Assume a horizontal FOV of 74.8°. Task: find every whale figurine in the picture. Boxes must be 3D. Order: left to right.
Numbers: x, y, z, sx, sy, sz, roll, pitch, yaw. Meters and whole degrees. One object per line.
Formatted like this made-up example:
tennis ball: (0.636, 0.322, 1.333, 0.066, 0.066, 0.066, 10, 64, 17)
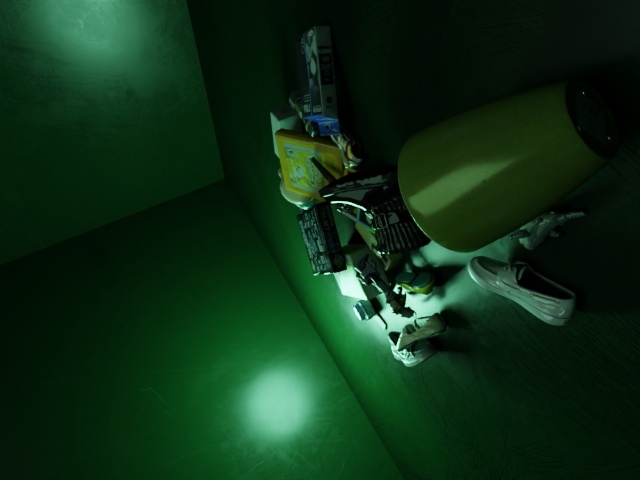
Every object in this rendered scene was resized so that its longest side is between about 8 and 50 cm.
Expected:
whale figurine: (-0.086, -0.303, 1.913, 0.217, 0.141, 0.271, 13, 115, 19)

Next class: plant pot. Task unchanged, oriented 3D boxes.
plant pot: (0.338, -0.146, 0.748, 0.294, 0.275, 0.274, -31, 85, 57)

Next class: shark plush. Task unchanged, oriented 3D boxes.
shark plush: (0.470, -0.032, 0.856, 0.067, 0.073, 0.161, 45, 140, 0)

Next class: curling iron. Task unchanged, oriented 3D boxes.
curling iron: (0.036, -0.211, 1.553, 0.273, 0.068, 0.035, 58, -177, 21)

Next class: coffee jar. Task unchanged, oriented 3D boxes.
coffee jar: (-0.037, -0.481, 1.568, 0.184, 0.096, 0.079, 59, 164, 14)

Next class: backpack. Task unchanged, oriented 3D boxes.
backpack: (0.206, 0.331, 1.986, 0.104, 0.084, 0.114, 62, 163, 10)

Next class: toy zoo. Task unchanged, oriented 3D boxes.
toy zoo: (0.150, -0.149, 1.484, 0.293, 0.030, 0.192, 38, 134, 47)

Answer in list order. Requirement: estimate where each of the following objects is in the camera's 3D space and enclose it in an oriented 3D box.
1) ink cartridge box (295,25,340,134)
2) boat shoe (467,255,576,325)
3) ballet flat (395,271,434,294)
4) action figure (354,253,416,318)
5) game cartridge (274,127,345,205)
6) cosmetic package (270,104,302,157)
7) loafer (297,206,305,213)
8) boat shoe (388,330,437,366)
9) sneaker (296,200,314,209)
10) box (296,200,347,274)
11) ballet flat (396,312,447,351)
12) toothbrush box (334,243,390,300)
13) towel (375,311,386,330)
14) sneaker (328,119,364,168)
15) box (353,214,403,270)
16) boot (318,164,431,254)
ink cartridge box: (-0.010, -0.516, 1.394, 0.165, 0.065, 0.332, 24, 125, 63)
boat shoe: (0.458, 0.088, 0.961, 0.258, 0.095, 0.084, 32, 141, 41)
ballet flat: (0.336, 0.148, 1.419, 0.077, 0.077, 0.231, 46, 168, -10)
action figure: (0.247, 0.183, 1.545, 0.285, 0.099, 0.185, 45, 180, 24)
game cartridge: (-0.029, -0.287, 1.687, 0.324, 0.053, 0.285, 23, 140, 32)
cosmetic package: (-0.145, -0.473, 1.855, 0.085, 0.118, 0.231, 53, 160, 33)
loafer: (-0.107, -0.218, 2.166, 0.223, 0.076, 0.078, 59, 157, 2)
boat shoe: (0.350, 0.417, 1.651, 0.103, 0.118, 0.320, 60, 169, 2)
sneaker: (-0.110, -0.279, 2.050, 0.275, 0.107, 0.110, 63, 153, 3)
box: (0.000, 0.000, 1.811, 0.293, 0.074, 0.295, 159, 95, -72)
ballet flat: (0.345, 0.324, 1.498, 0.248, 0.086, 0.086, -42, 72, 43)
toothbrush box: (0.156, 0.130, 1.802, 0.206, 0.122, 0.283, 68, 163, -6)
towel: (0.281, 0.379, 1.962, 0.083, 0.010, 0.060, 50, 157, 36)
sneaker: (0.096, -0.345, 1.444, 0.084, 0.070, 0.185, -24, 92, 56)
box: (0.211, -0.005, 1.566, 0.232, 0.058, 0.087, 57, 160, 23)
boot: (0.162, -0.084, 1.325, 0.348, 0.131, 0.260, -2, 114, 43)
